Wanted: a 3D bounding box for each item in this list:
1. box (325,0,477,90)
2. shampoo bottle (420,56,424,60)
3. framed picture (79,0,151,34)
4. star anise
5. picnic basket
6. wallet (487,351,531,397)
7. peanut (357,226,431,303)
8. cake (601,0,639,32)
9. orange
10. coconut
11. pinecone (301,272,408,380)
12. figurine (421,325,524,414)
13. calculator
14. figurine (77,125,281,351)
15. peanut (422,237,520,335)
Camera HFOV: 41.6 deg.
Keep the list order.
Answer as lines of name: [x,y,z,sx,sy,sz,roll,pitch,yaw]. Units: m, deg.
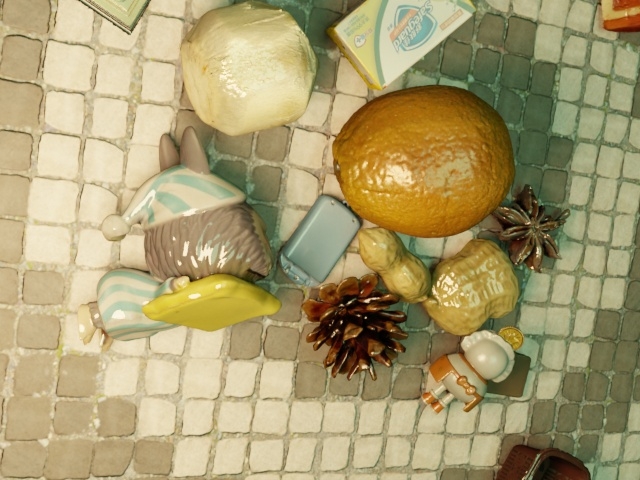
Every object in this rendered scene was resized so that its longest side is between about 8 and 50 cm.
box: [0.165,-0.452,1.732,0.265,0.097,0.168,-38,103,-2]
shampoo bottle: [0.214,-0.486,1.815,0.056,0.056,0.195,-11,102,-24]
framed picture: [-0.385,-0.514,1.553,0.195,0.010,0.199,32,84,-25]
star anise: [0.498,-0.026,1.994,0.231,0.089,0.209,10,78,-31]
picnic basket: [0.518,0.642,2.076,0.222,0.129,0.297,30,85,-27]
wallet: [0.443,0.319,2.045,0.153,0.039,0.118,17,92,-30]
peanut: [0.161,0.051,1.810,0.263,0.117,0.101,47,69,-37]
cake: [0.764,-0.579,1.963,0.160,0.262,0.158,-6,96,-5]
orange: [0.203,-0.160,1.709,0.357,0.322,0.322,-4,99,-11]
coconut: [-0.121,-0.328,1.584,0.247,0.245,0.245,-20,105,-22]
pinecone: [0.081,0.190,1.769,0.229,0.202,0.201,21,51,-36]
figurine: [0.347,0.294,1.916,0.143,0.143,0.271,37,119,-25]
calculator: [0.000,0.000,1.791,0.121,0.039,0.210,38,80,-26]
figurine: [-0.283,-0.014,1.605,0.361,0.266,0.377,-14,70,2]
peanut: [0.343,0.110,1.929,0.233,0.110,0.196,-29,100,-19]
